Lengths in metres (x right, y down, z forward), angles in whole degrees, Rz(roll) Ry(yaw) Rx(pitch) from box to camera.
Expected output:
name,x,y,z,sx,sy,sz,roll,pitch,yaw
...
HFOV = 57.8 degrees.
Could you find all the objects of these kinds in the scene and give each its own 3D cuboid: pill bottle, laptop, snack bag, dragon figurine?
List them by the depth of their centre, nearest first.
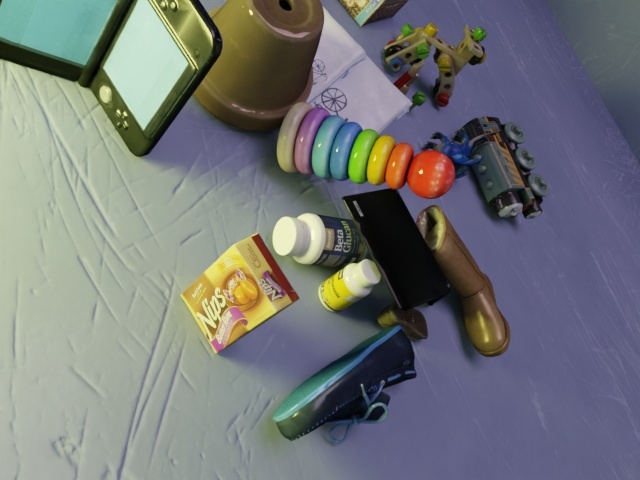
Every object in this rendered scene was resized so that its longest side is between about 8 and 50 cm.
name,x,y,z,sx,sy,sz,roll,pitch,yaw
pill bottle,0.054,0.080,1.048,0.065,0.116,0.065,23,48,-29
pill bottle,0.000,0.000,1.072,0.169,0.094,0.094,6,59,-39
laptop,0.141,0.030,1.146,0.136,0.264,0.234,-24,77,-9
snack bag,0.011,-0.339,1.283,0.342,0.037,0.323,47,61,-5
dragon figurine,0.368,-0.217,1.538,0.289,0.085,0.144,-10,66,-30

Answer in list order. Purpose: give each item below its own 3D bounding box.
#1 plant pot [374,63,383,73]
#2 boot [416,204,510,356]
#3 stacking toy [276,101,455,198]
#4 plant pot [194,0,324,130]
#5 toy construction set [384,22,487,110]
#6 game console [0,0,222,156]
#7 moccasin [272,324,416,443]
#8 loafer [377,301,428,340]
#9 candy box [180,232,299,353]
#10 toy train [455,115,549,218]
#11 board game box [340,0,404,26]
name,x,y,z,sx,sy,sz,roll,pitch,yaw
plant pot,0.096,-0.387,1.426,0.109,0.096,0.109,27,46,-26
boot,0.296,0.090,1.228,0.269,0.089,0.236,48,24,-36
stacking toy,0.090,-0.160,1.094,0.330,0.141,0.141,17,40,16
plant pot,-0.102,-0.373,1.089,0.263,0.229,0.263,9,68,-24
toy construction set,0.325,-0.515,1.615,0.257,0.237,0.309,46,42,-7
game console,-0.322,-0.277,0.824,0.173,0.293,0.250,-28,83,-47
moccasin,0.071,0.240,0.940,0.342,0.138,0.117,-22,83,-47
loafer,0.163,0.161,1.145,0.148,0.050,0.056,35,45,-42
candy box,-0.122,0.081,0.835,0.053,0.187,0.109,-28,83,-45
toy train,0.519,-0.211,1.669,0.190,0.142,0.334,-5,67,-30
board game box,0.124,-0.807,1.709,0.291,0.141,0.232,51,41,-1
